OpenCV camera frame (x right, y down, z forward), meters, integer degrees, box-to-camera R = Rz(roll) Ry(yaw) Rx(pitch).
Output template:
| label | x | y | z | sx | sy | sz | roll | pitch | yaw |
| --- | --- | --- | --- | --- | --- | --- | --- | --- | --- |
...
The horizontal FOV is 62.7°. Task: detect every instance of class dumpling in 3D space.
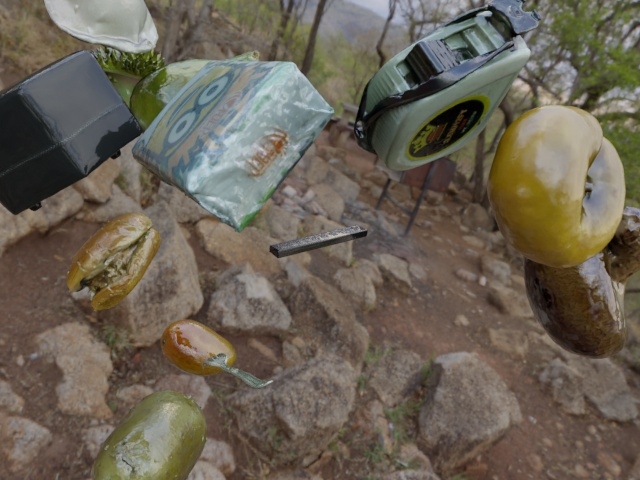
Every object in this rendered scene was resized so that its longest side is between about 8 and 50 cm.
| label | x | y | z | sx | sy | sz | roll | pitch | yaw |
| --- | --- | --- | --- | --- | --- | --- | --- | --- | --- |
| dumpling | -0.379 | -0.396 | 0.914 | 0.124 | 0.151 | 0.229 | -20 | -29 | 37 |

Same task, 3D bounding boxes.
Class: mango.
| label | x | y | z | sx | sy | sz | roll | pitch | yaw |
| --- | --- | --- | --- | --- | --- | --- | --- | --- | --- |
| mango | -0.349 | 0.312 | 1.502 | 0.221 | 0.120 | 0.151 | 30 | 31 | -4 |

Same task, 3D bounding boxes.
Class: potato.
| label | x | y | z | sx | sy | sz | roll | pitch | yaw |
| --- | --- | --- | --- | --- | --- | --- | --- | --- | --- |
| potato | -0.419 | 0.519 | 1.269 | 0.219 | 0.269 | 0.359 | 31 | 7 | 3 |

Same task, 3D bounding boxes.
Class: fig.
| label | x | y | z | sx | sy | sz | roll | pitch | yaw |
| --- | --- | --- | --- | --- | --- | --- | --- | --- | --- |
| fig | -0.228 | -0.282 | 1.043 | 0.206 | 0.275 | 0.206 | 49 | 6 | -7 |

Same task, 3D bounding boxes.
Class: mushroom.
| label | x | y | z | sx | sy | sz | roll | pitch | yaw |
| --- | --- | --- | --- | --- | --- | --- | --- | --- | --- |
| mushroom | 0.495 | 0.046 | 1.018 | 0.239 | 0.344 | 0.345 | 19 | 14 | 28 |

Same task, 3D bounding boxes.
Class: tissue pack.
| label | x | y | z | sx | sy | sz | roll | pitch | yaw |
| --- | --- | --- | --- | --- | --- | --- | --- | --- | --- |
| tissue pack | -0.151 | -0.163 | 0.819 | 0.128 | 0.228 | 0.311 | 42 | -7 | -36 |

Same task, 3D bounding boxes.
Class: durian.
| label | x | y | z | sx | sy | sz | roll | pitch | yaw |
| --- | --- | --- | --- | --- | --- | --- | --- | --- | --- |
| durian | -0.514 | -0.342 | 1.214 | 0.169 | 0.356 | 0.157 | 57 | 8 | -17 |

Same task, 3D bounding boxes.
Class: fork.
| label | x | y | z | sx | sy | sz | roll | pitch | yaw |
| --- | --- | --- | --- | --- | --- | --- | --- | --- | --- |
| fork | -0.133 | 0.197 | 0.800 | 0.034 | 0.028 | 0.219 | -9 | 2 | -34 |

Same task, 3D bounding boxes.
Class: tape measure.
| label | x | y | z | sx | sy | sz | roll | pitch | yaw |
| --- | --- | --- | --- | --- | --- | --- | --- | --- | --- |
| tape measure | 0.151 | -0.206 | 0.715 | 0.207 | 0.235 | 0.115 | -20 | 69 | -15 |

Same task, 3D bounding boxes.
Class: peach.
| label | x | y | z | sx | sy | sz | roll | pitch | yaw |
| --- | --- | --- | --- | --- | --- | --- | --- | --- | --- |
| peach | 0.257 | -0.059 | 0.571 | 0.179 | 0.179 | 0.103 | 4 | -2 | -41 |

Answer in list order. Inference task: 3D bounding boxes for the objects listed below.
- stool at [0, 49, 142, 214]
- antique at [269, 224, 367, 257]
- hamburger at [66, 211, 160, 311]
| label | x | y | z | sx | sy | sz | roll | pitch | yaw |
| --- | --- | --- | --- | --- | --- | --- | --- | --- | --- |
| stool | -0.367 | -0.146 | 0.712 | 0.141 | 0.232 | 0.232 | 59 | -2 | -25 |
| antique | 0.000 | 0.000 | 0.895 | 0.192 | 0.015 | 0.031 | -13 | 28 | -36 |
| hamburger | -0.450 | 0.019 | 1.197 | 0.144 | 0.156 | 0.283 | 39 | 27 | -16 |
